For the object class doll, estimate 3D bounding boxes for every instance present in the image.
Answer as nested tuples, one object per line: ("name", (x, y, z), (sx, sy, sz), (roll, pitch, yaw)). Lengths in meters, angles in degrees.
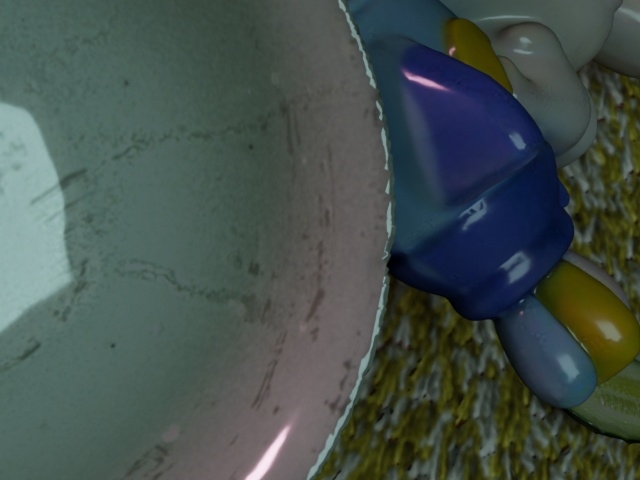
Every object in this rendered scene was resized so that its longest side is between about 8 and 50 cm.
("doll", (0.086, -0.102, 0.802), (0.376, 0.187, 0.365), (14, 57, -4))

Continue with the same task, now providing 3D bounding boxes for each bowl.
("bowl", (-0.193, -0.012, 0.683), (0.435, 0.196, 0.434), (-2, 96, -25))

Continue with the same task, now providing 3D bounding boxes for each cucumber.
("cucumber", (0.209, 0.117, 1.006), (0.107, 0.035, 0.067), (20, 65, -27))
